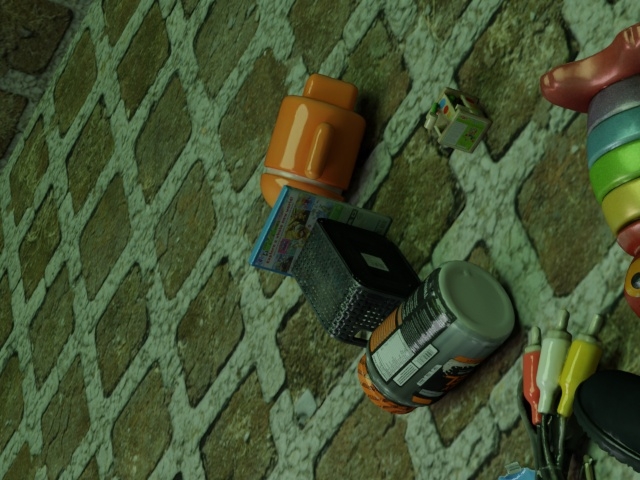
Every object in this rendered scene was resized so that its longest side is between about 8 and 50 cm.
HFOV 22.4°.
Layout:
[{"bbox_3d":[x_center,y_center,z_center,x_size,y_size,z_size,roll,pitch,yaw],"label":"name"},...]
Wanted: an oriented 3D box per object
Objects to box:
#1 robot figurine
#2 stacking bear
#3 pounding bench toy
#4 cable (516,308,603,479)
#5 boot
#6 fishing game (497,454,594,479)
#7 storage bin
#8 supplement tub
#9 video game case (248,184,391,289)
[{"bbox_3d":[-0.011,-0.121,2.276,0.158,0.128,0.219,15,88,47],"label":"robot figurine"},{"bbox_3d":[0.341,-0.044,1.583,0.175,0.164,0.289,-27,64,48],"label":"stacking bear"},{"bbox_3d":[0.160,-0.158,2.033,0.052,0.083,0.065,-58,33,27],"label":"pounding bench toy"},{"bbox_3d":[0.232,0.216,1.699,0.139,0.072,0.287,-20,48,55],"label":"cable"},{"bbox_3d":[0.338,0.127,1.496,0.246,0.094,0.207,45,138,50],"label":"boot"},{"bbox_3d":[0.206,0.334,1.747,0.264,0.041,0.189,-38,44,44],"label":"fishing game"},{"bbox_3d":[0.052,0.058,2.074,0.084,0.122,0.180,-63,30,20],"label":"storage bin"},{"bbox_3d":[0.132,0.119,1.908,0.190,0.117,0.117,-48,38,39],"label":"supplement tub"},{"bbox_3d":[0.000,0.000,2.148,0.119,0.166,0.015,-64,30,18],"label":"video game case"}]
